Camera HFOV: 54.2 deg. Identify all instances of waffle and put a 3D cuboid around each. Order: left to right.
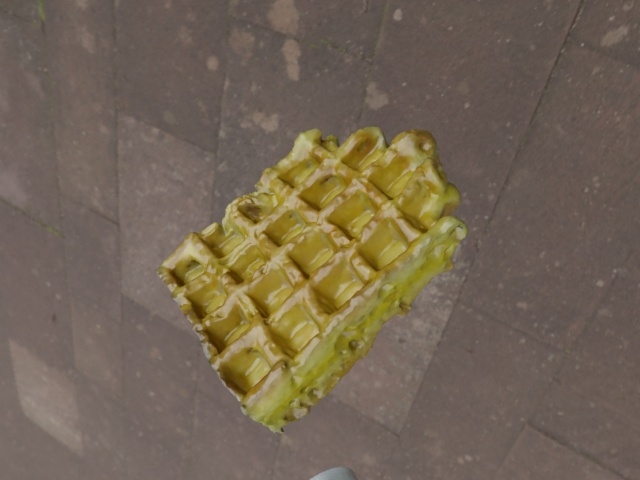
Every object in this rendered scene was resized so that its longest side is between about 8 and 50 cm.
[{"bbox_3d":[0.000,0.000,0.432,0.160,0.211,0.055,44,177,43],"label":"waffle"}]

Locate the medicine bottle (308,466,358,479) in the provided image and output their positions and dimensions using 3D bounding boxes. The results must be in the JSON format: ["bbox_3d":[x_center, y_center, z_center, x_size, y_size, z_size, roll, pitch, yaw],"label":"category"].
[{"bbox_3d":[0.042,0.364,0.721,0.183,0.086,0.086,56,145,43],"label":"medicine bottle"}]
